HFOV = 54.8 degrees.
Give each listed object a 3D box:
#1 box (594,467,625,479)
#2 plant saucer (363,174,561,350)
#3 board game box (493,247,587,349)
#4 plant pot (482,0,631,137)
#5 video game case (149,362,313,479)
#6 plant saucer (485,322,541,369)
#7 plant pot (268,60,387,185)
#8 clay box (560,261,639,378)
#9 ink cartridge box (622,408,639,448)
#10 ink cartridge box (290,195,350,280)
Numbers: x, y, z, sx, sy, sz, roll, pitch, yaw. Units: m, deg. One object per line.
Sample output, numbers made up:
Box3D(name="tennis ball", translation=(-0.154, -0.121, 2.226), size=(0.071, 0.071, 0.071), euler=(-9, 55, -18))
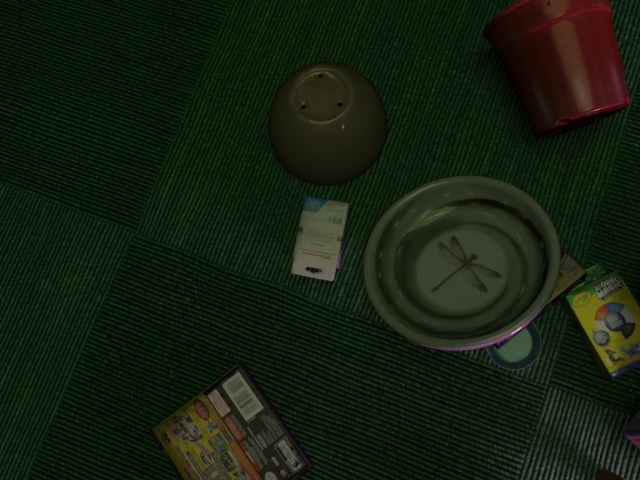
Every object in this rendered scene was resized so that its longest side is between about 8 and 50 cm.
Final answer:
Box3D(name="box", translation=(0.593, 0.495, 1.204), size=(0.028, 0.136, 0.081), euler=(-38, 79, -3))
Box3D(name="plant saucer", translation=(0.293, 0.053, 1.302), size=(0.400, 0.100, 0.401), euler=(-10, 57, 16))
Box3D(name="board game box", translation=(0.418, 0.093, 1.326), size=(0.243, 0.042, 0.165), euler=(-38, 61, -2))
Box3D(name="plant pot", translation=(0.523, -0.379, 1.337), size=(0.272, 0.272, 0.265), euler=(-16, 86, 2))
Box3D(name="video game case", translation=(-0.194, 0.449, 1.338), size=(0.248, 0.035, 0.275), euler=(-37, 79, -3))
Box3D(name="plant saucer", translation=(0.413, 0.219, 1.335), size=(0.119, 0.021, 0.119), euler=(-1, 79, 4))
Box3D(name="plant pot", translation=(0.011, -0.287, 1.387), size=(0.284, 0.191, 0.284), euler=(-1, 78, 4))
Box3D(name="clay box", translation=(0.609, 0.165, 1.311), size=(0.127, 0.053, 0.222), euler=(-27, 78, 1))
Box3D(name="ink cartridge box", translation=(0.818, 0.392, 1.132), size=(0.395, 0.151, 0.270), euler=(43, 77, 9))
Box3D(name="ink cartridge box", translation=(0.000, 0.000, 1.396), size=(0.104, 0.060, 0.180), euler=(11, 80, 7))
